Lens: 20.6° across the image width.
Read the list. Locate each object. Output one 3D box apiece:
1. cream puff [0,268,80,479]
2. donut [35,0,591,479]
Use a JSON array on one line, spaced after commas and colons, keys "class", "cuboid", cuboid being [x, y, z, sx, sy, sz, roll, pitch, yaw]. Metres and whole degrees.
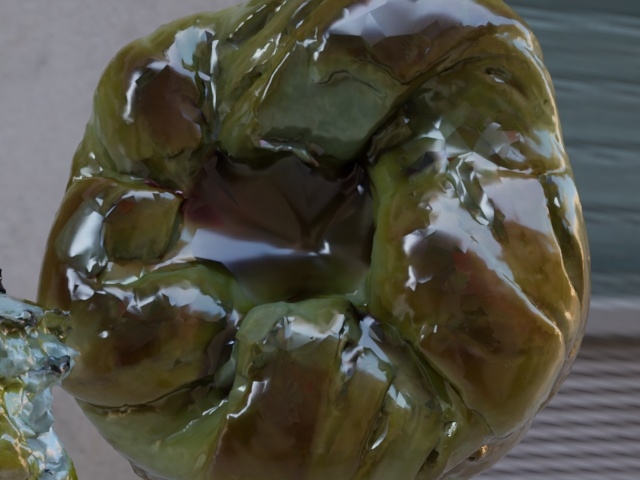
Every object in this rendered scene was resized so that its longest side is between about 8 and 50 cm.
[{"class": "cream puff", "cuboid": [-0.177, 0.083, 0.827, 0.121, 0.156, 0.156, -1, 14, -1]}, {"class": "donut", "cuboid": [0.000, 0.000, 1.081, 0.360, 0.360, 0.170, 10, -16, 12]}]
